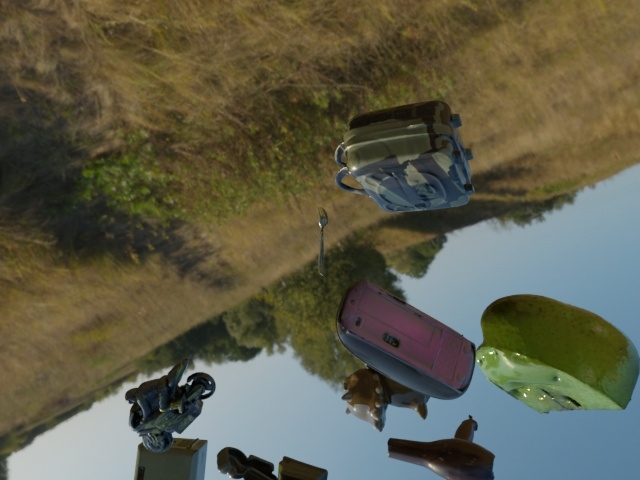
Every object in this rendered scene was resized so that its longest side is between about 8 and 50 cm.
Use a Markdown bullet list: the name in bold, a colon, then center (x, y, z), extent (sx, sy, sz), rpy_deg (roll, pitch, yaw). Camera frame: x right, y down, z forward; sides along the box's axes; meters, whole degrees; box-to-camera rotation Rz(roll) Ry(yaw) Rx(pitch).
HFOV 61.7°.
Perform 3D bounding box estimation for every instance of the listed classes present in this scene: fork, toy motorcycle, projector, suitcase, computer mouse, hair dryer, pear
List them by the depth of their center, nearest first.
- **toy motorcycle**: center (-0.275, 0.283, 0.932), extent (0.193, 0.124, 0.061), rpy_deg (-51, -166, 14)
- **computer mouse**: center (0.170, 0.198, 1.072), extent (0.072, 0.311, 0.158), rpy_deg (-48, -166, 57)
- **pear**: center (0.524, 0.249, 1.272), extent (0.238, 0.318, 0.342), rpy_deg (-57, 180, -22)
- **suitcase**: center (0.198, -0.203, 1.351), extent (0.340, 0.193, 0.351), rpy_deg (-5, 160, 23)
- **projector**: center (-0.426, 0.687, 1.515), extent (0.178, 0.242, 0.163), rpy_deg (5, 171, 3)
- **fork**: center (0.004, -0.001, 1.656), extent (0.034, 0.219, 0.029), rpy_deg (10, 164, -41)
- **hair dryer**: center (0.401, 0.625, 1.692), extent (0.313, 0.123, 0.340), rpy_deg (5, -169, 23)

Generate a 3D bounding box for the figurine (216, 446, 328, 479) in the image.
- **figurine**: center (-0.084, 0.557, 1.042), extent (0.285, 0.343, 0.167), rpy_deg (1, 120, -61)

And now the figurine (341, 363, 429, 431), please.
- **figurine**: center (0.181, 0.431, 1.447), extent (0.177, 0.247, 0.172), rpy_deg (107, 6, -58)
